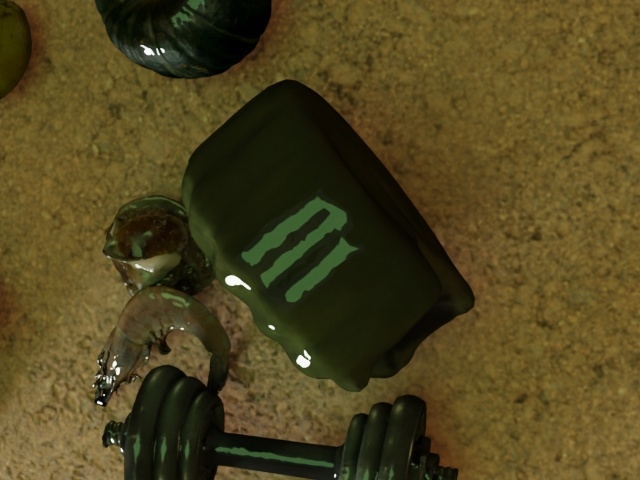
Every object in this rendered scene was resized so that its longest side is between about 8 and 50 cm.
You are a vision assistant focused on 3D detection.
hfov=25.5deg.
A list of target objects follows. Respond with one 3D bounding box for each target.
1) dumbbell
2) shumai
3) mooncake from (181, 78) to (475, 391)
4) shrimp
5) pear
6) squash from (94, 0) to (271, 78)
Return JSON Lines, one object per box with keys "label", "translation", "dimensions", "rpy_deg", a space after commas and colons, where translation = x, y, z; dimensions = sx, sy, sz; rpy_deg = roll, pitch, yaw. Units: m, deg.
{"label": "dumbbell", "translation": [-0.048, 0.243, 1.590], "dimensions": [0.406, 0.179, 0.179], "rpy_deg": [7, 94, 10]}
{"label": "shumai", "translation": [-0.207, 0.013, 1.677], "dimensions": [0.145, 0.116, 0.146], "rpy_deg": [1, 94, 17]}
{"label": "mooncake", "translation": [0.000, 0.000, 1.497], "dimensions": [0.187, 0.351, 0.351], "rpy_deg": [-38, 81, 13]}
{"label": "shrimp", "translation": [-0.189, 0.145, 1.699], "dimensions": [0.152, 0.046, 0.219], "rpy_deg": [33, 123, -9]}
{"label": "pear", "translation": [-0.408, -0.235, 1.733], "dimensions": [0.107, 0.107, 0.131], "rpy_deg": [16, 100, 16]}
{"label": "squash", "translation": [-0.160, -0.290, 1.624], "dimensions": [0.218, 0.172, 0.218], "rpy_deg": [20, 121, 37]}
